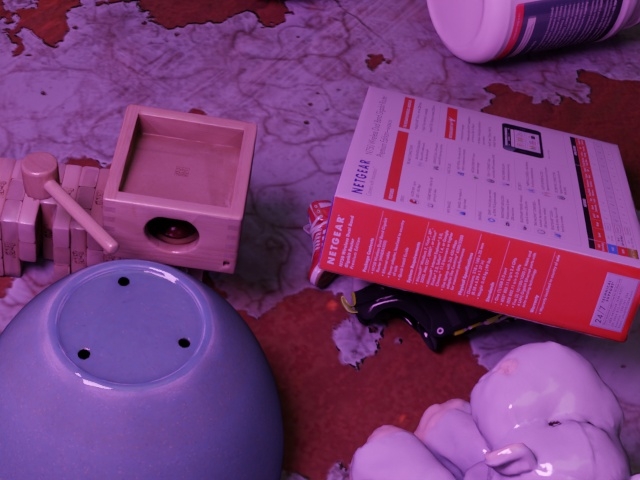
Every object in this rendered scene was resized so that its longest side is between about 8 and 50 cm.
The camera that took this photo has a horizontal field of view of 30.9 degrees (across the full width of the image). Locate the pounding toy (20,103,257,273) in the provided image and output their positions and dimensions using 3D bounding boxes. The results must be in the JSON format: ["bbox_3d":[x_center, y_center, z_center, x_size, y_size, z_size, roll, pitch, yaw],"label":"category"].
[{"bbox_3d":[-0.174,-0.032,1.089,0.206,0.094,0.181,8,50,-3],"label":"pounding toy"}]

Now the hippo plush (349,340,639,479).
[{"bbox_3d":[0.142,0.213,0.960,0.234,0.236,0.294,7,48,-5],"label":"hippo plush"}]

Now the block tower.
[{"bbox_3d":[-0.283,-0.019,1.182,0.336,0.097,0.091,7,49,-6],"label":"block tower"}]

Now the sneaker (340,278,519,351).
[{"bbox_3d":[0.137,0.072,1.209,0.235,0.084,0.097,12,78,-2],"label":"sneaker"}]

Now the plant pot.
[{"bbox_3d":[-0.166,0.130,1.005,0.290,0.195,0.290,5,49,-6],"label":"plant pot"}]

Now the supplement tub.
[{"bbox_3d":[0.290,-0.342,1.503,0.272,0.191,0.191,-13,53,-21],"label":"supplement tub"}]

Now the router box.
[{"bbox_3d":[0.171,-0.043,1.216,0.301,0.082,0.335,14,26,3],"label":"router box"}]

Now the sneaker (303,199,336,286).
[{"bbox_3d":[0.000,0.000,1.250,0.067,0.042,0.118,30,43,10],"label":"sneaker"}]
